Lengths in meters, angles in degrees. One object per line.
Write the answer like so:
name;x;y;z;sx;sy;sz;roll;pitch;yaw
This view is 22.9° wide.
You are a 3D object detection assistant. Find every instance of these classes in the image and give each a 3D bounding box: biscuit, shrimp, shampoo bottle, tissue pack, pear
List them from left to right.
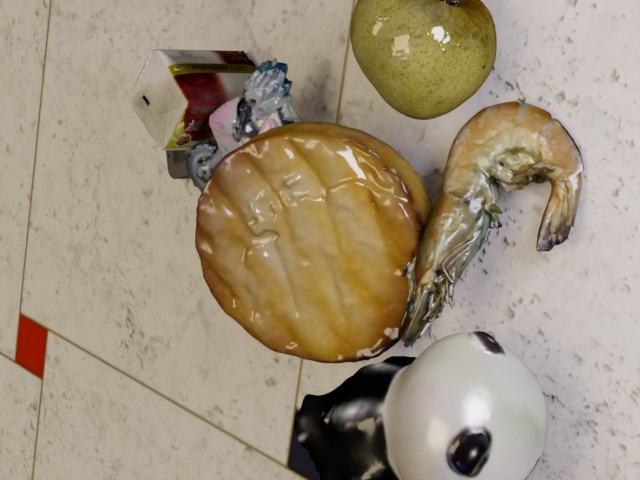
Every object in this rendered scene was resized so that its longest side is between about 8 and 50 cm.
shampoo bottle;-0.185;-0.168;2.138;0.080;0.040;0.165;-9;86;49
tissue pack;-0.148;-0.180;2.014;0.106;0.149;0.099;55;130;29
biscuit;0.000;0.000;1.842;0.296;0.102;0.296;7;113;16
pear;0.114;-0.219;1.714;0.136;0.167;0.167;-45;61;33
shrimp;0.184;-0.005;1.704;0.169;0.058;0.296;23;96;35

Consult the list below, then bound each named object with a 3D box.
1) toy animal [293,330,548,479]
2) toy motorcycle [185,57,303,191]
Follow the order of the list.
toy animal;0.134;0.211;1.712;0.267;0.213;0.212;-16;82;44
toy motorcycle;-0.049;-0.118;1.917;0.239;0.108;0.204;13;116;6
